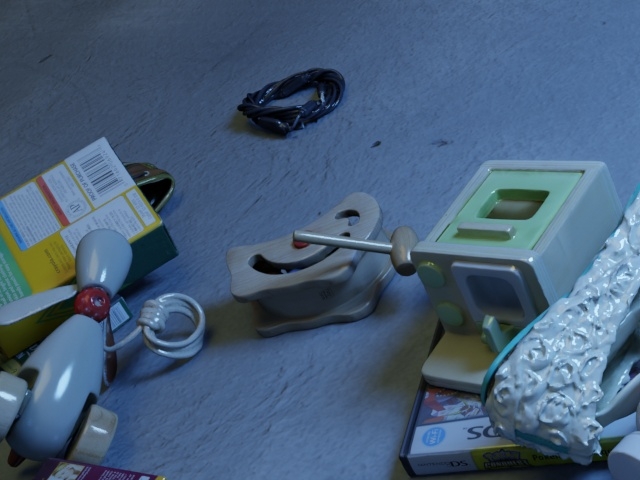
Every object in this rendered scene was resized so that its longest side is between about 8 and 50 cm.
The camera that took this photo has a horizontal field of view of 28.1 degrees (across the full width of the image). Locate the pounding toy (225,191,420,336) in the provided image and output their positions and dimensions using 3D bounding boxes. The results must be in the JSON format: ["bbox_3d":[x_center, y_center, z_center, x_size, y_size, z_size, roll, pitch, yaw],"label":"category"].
[{"bbox_3d":[0.000,0.000,1.556,0.269,0.155,0.154,-13,39,24],"label":"pounding toy"}]

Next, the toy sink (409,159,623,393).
[{"bbox_3d":[0.196,0.030,1.319,0.152,0.131,0.234,4,43,42],"label":"toy sink"}]

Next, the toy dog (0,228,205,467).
[{"bbox_3d":[-0.314,0.156,1.577,0.161,0.220,0.334,-42,6,45],"label":"toy dog"}]

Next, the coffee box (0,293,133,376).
[{"bbox_3d":[-0.357,0.129,1.753,0.184,0.040,0.113,-38,33,-17],"label":"coffee box"}]

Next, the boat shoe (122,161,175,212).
[{"bbox_3d":[-0.341,-0.017,1.887,0.104,0.111,0.307,7,45,44],"label":"boat shoe"}]

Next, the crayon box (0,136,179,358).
[{"bbox_3d":[-0.383,0.019,1.757,0.323,0.083,0.203,-31,52,-9],"label":"crayon box"}]

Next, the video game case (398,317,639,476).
[{"bbox_3d":[0.226,0.122,1.322,0.248,0.035,0.275,-10,36,27],"label":"video game case"}]

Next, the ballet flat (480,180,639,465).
[{"bbox_3d":[0.316,0.055,1.212,0.409,0.147,0.147,-47,36,-20],"label":"ballet flat"}]

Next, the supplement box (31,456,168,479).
[{"bbox_3d":[-0.240,0.305,1.370,0.188,0.081,0.104,1,42,38],"label":"supplement box"}]

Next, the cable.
[{"bbox_3d":[-0.048,-0.230,2.033,0.150,0.047,0.184,-42,34,-22],"label":"cable"}]

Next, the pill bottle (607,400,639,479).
[{"bbox_3d":[0.353,0.147,1.105,0.216,0.121,0.121,-39,33,-19],"label":"pill bottle"}]
